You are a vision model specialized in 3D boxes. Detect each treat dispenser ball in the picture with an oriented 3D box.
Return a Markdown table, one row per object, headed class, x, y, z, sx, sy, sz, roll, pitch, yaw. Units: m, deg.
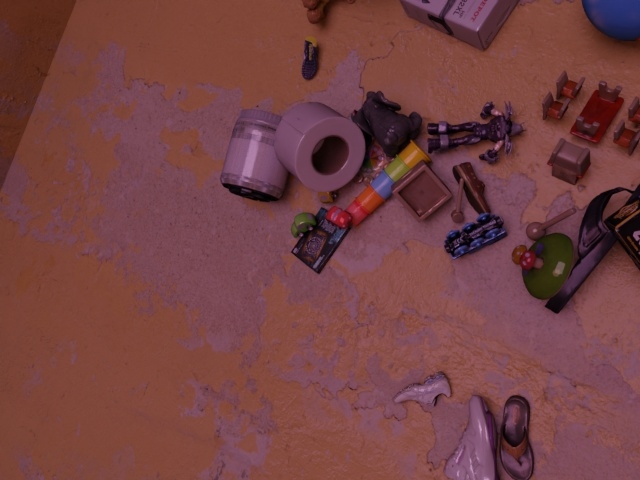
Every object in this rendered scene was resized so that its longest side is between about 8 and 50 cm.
| class | x | y | z | sx | sy | sz | roll | pitch | yaw |
| --- | --- | --- | --- | --- | --- | --- | --- | --- | --- |
| treat dispenser ball | 0.827 | -0.664 | 1.482 | 0.288 | 0.288 | 0.288 | -5 | 79 | 25 |

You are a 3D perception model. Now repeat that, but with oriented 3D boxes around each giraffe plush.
| class | x | y | z | sx | sy | sz | roll | pitch | yaw |
| --- | --- | --- | --- | --- | --- | --- | --- | --- | --- |
| giraffe plush | 0.027 | -0.868 | 1.996 | 0.170 | 0.181 | 0.210 | -12 | 41 | 13 |

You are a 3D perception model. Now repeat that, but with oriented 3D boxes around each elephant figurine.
| class | x | y | z | sx | sy | sz | roll | pitch | yaw |
| --- | --- | --- | --- | --- | --- | --- | --- | --- | --- |
| elephant figurine | 0.183 | -0.386 | 1.798 | 0.169 | 0.186 | 0.239 | -39 | 76 | -13 |

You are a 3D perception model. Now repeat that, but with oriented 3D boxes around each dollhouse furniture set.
| class | x | y | z | sx | sy | sz | roll | pitch | yaw |
| --- | --- | --- | --- | --- | --- | --- | --- | --- | --- |
| dollhouse furniture set | 0.728 | -0.297 | 1.575 | 0.262 | 0.135 | 0.259 | 31 | 84 | 27 |

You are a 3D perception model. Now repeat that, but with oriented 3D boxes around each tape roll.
| class | x | y | z | sx | sy | sz | roll | pitch | yaw |
| --- | --- | --- | --- | --- | --- | --- | --- | --- | --- |
| tape roll | -0.004 | -0.295 | 1.813 | 0.246 | 0.246 | 0.169 | -54 | 38 | 8 |

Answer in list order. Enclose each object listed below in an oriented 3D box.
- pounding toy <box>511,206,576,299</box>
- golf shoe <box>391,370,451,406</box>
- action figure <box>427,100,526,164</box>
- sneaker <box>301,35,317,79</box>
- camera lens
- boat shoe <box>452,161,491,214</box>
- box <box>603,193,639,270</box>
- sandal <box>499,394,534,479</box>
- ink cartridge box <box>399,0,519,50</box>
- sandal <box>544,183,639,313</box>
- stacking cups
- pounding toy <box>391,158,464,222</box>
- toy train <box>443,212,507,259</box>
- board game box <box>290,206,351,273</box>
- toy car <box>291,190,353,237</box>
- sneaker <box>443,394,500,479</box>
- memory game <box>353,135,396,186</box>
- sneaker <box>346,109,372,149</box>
| class | x | y | z | sx | sy | sz | roll | pitch | yaw |
| --- | --- | --- | --- | --- | --- | --- | --- | --- | --- |
| pounding toy | 0.565 | 0.029 | 1.515 | 0.110 | 0.183 | 0.237 | 19 | 67 | -8 |
| golf shoe | 0.292 | 0.448 | 1.665 | 0.176 | 0.069 | 0.086 | -30 | 75 | 19 |
| action figure | 0.462 | -0.320 | 1.707 | 0.285 | 0.099 | 0.185 | -1 | 73 | 22 |
| sneaker | -0.036 | -0.639 | 2.029 | 0.053 | 0.059 | 0.144 | 7 | 101 | -4 |
| camera lens | -0.206 | -0.278 | 1.948 | 0.219 | 0.219 | 0.274 | 13 | 86 | 27 |
| boat shoe | 0.455 | -0.154 | 1.693 | 0.060 | 0.064 | 0.178 | -26 | 76 | -5 |
| box | 0.875 | -0.002 | 1.361 | 0.257 | 0.079 | 0.322 | -39 | 104 | 15 |
| sandal | 0.524 | 0.528 | 1.539 | 0.090 | 0.060 | 0.219 | 2 | 82 | 26 |
| ink cartridge box | 0.431 | -0.764 | 1.779 | 0.307 | 0.129 | 0.223 | 36 | 97 | 26 |
| sandal | 0.705 | -0.015 | 1.489 | 0.107 | 0.167 | 0.446 | 38 | 98 | 22 |
| stacking cups | 0.207 | -0.168 | 1.809 | 0.316 | 0.096 | 0.096 | -47 | 65 | 15 |
| pounding toy | 0.347 | -0.139 | 1.725 | 0.181 | 0.094 | 0.206 | -41 | 101 | 16 |
| toy train | 0.443 | -0.010 | 1.650 | 0.184 | 0.105 | 0.080 | -31 | 64 | 17 |
| board game box | 0.000 | 0.000 | 1.906 | 0.126 | 0.026 | 0.186 | 38 | 98 | 26 |
| toy car | -0.016 | -0.088 | 1.869 | 0.225 | 0.053 | 0.239 | -35 | 42 | 20 |
| sneaker | 0.403 | 0.575 | 1.558 | 0.152 | 0.114 | 0.305 | -5 | 79 | 24 |
| memory game | 0.161 | -0.267 | 1.884 | 0.186 | 0.012 | 0.186 | -5 | 78 | 25 |
| sneaker | 0.116 | -0.349 | 1.893 | 0.075 | 0.057 | 0.161 | -36 | 53 | 36 |
